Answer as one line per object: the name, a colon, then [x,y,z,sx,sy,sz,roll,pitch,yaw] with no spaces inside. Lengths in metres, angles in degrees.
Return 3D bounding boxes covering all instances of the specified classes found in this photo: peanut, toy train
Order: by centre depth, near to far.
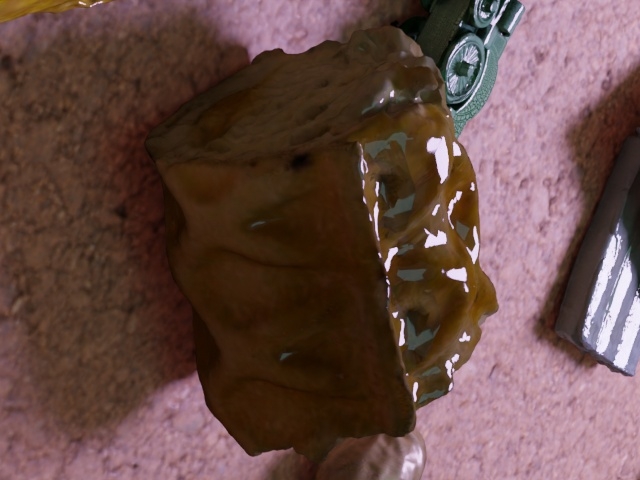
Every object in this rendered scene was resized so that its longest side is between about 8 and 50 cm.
toy train: [0.100,-0.134,1.544,0.104,0.071,0.178,35,81,-54]
peanut: [0.019,0.224,1.592,0.082,0.082,0.187,42,76,-45]

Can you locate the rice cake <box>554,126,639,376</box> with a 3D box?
rice cake: [0.288,0.009,1.808,0.124,0.038,0.211,32,79,-47]

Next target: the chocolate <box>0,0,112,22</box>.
chocolate: [-0.074,-0.239,1.279,0.445,0.162,0.162,-31,125,-31]

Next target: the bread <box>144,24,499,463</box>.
bread: [0.006,-0.001,1.408,0.238,0.196,0.252,-42,128,-28]
